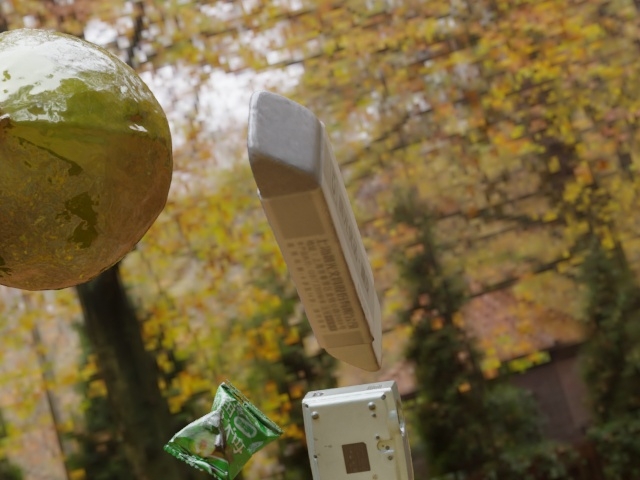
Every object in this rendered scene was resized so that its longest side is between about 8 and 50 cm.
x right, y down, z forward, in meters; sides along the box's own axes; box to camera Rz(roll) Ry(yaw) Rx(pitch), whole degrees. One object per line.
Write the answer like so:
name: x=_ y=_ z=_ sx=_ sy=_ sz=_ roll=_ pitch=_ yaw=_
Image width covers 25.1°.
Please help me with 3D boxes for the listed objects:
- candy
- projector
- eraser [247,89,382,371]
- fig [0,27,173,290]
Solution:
candy: x=-0.169 y=0.345 z=2.526 sx=0.078 sy=0.141 sz=0.203 roll=-42 pitch=0 yaw=43
projector: x=0.046 y=0.249 z=1.701 sx=0.115 sy=0.147 sz=0.061 roll=-9 pitch=5 yaw=8
eraser: x=0.000 y=0.000 z=1.338 sx=0.061 sy=0.089 sz=0.352 roll=-6 pitch=-38 yaw=11
fig: x=-0.354 y=-0.101 z=1.743 sx=0.343 sy=0.343 sz=0.343 roll=-16 pitch=-10 yaw=-3
